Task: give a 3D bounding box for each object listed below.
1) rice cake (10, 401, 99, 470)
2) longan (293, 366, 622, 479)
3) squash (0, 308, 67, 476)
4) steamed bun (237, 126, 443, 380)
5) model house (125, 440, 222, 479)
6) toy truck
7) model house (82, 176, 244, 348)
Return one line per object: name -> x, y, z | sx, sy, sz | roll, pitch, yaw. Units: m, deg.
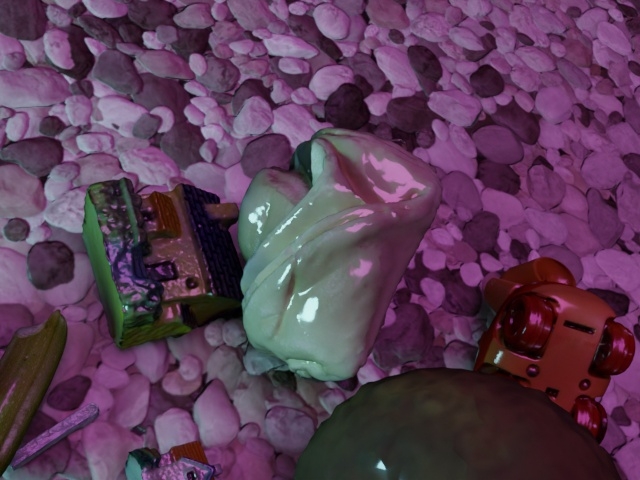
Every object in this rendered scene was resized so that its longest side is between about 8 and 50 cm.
rice cake -> -0.326, 0.239, 0.919 | 0.121, 0.022, 0.021 | -33, 74, -31
longan -> 0.150, 0.337, 0.828 | 0.391, 0.391, 0.391 | 9, 60, -15
squash -> -0.368, 0.183, 0.900 | 0.069, 0.069, 0.239 | 22, 52, -8
steamed bun -> 0.000, 0.000, 0.996 | 0.237, 0.347, 0.394 | 27, 36, 3
model house -> -0.173, 0.284, 0.904 | 0.100, 0.101, 0.088 | -13, 66, -27
toy truck -> 0.321, 0.161, 1.122 | 0.189, 0.239, 0.265 | 18, 99, -10
model house -> -0.192, 0.021, 1.002 | 0.211, 0.170, 0.194 | -11, 65, -25
